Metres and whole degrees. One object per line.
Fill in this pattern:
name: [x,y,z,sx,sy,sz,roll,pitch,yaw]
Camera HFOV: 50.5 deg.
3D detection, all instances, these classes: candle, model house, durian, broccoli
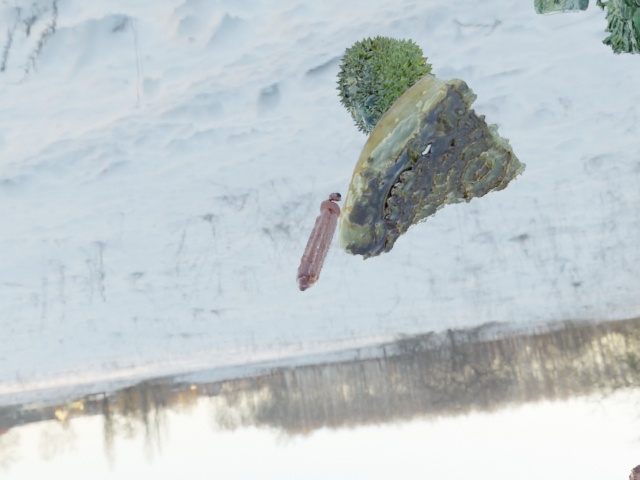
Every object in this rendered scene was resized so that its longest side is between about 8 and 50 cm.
candle: [0.000,0.000,1.325,0.048,0.051,0.329,-15,-155,19]
model house: [0.424,-0.437,1.187,0.066,0.079,0.083,-9,-165,-34]
durian: [0.175,-0.396,1.744,0.224,0.291,0.291,-17,174,-22]
broccoli: [0.581,-0.476,1.286,0.164,0.146,0.304,-12,146,41]

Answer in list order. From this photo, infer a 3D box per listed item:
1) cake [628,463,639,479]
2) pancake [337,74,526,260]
cake: [0.645,0.435,1.088,0.282,0.177,0.150,-18,160,38]
pancake: [0.155,-0.089,0.903,0.244,0.057,0.266,4,123,-25]
